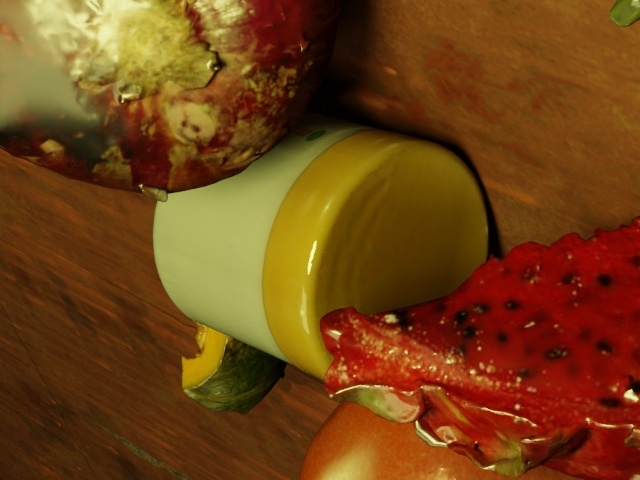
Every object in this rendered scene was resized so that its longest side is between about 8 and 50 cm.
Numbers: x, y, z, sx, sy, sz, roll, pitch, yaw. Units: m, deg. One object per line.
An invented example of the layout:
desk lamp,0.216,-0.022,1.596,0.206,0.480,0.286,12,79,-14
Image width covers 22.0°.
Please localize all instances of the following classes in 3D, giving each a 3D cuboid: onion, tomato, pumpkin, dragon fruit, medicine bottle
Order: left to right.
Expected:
onion,-0.162,-0.218,1.435,0.348,0.348,0.385,55,-173,-21
pumpkin,-0.083,0.055,1.918,0.111,0.163,0.278,-25,68,41
medicine bottle,0.000,0.000,1.544,0.232,0.238,0.238,21,146,44
tomato,0.146,0.279,1.613,0.341,0.341,0.273,56,179,-22
dragon fruit,0.175,0.159,1.365,0.286,0.329,0.228,82,178,-51

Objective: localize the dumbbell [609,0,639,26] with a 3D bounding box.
dumbbell,0.195,-0.207,1.167,0.118,0.046,0.052,46,150,-2
